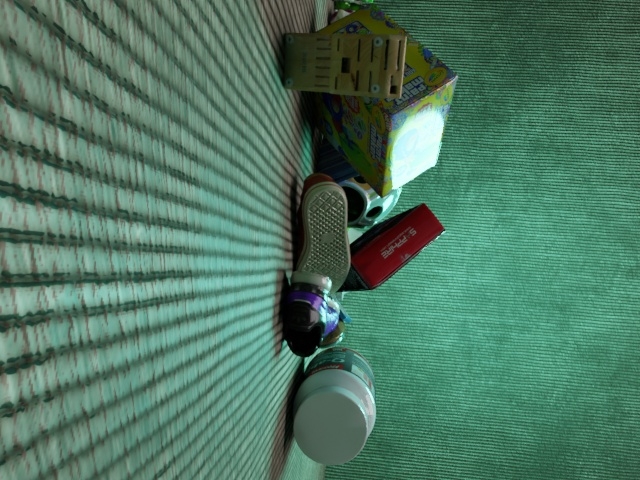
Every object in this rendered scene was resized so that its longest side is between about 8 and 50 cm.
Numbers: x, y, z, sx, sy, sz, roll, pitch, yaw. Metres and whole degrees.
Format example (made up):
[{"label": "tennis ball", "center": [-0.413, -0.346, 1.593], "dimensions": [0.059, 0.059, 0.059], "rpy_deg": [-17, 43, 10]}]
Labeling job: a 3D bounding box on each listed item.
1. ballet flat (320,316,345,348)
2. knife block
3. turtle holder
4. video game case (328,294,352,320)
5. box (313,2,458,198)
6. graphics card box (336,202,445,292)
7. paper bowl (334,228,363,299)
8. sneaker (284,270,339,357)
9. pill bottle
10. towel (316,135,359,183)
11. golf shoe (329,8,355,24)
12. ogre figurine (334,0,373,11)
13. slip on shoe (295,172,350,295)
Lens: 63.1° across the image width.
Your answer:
[{"label": "ballet flat", "center": [0.008, 0.208, 1.485], "dimensions": [0.342, 0.116, 0.124], "rpy_deg": [-36, 110, -84]}, {"label": "knife block", "center": [0.062, -0.297, 0.884], "dimensions": [0.242, 0.275, 0.088], "rpy_deg": [-23, 121, -51]}, {"label": "turtle holder", "center": [0.088, -0.140, 1.546], "dimensions": [0.243, 0.320, 0.227], "rpy_deg": [50, 37, -13]}, {"label": "video game case", "center": [0.027, 0.153, 1.436], "dimensions": [0.166, 0.015, 0.119], "rpy_deg": [55, 1, 16]}, {"label": "box", "center": [0.129, -0.306, 1.172], "dimensions": [0.279, 0.177, 0.290], "rpy_deg": [51, -16, 25]}, {"label": "graphics card box", "center": [0.139, 0.031, 1.345], "dimensions": [0.094, 0.233, 0.371], "rpy_deg": [52, -13, -1]}, {"label": "paper bowl", "center": [0.073, 0.067, 1.799], "dimensions": [0.284, 0.148, 0.284], "rpy_deg": [6, 90, -86]}, {"label": "sneaker", "center": [-0.027, 0.177, 1.094], "dimensions": [0.293, 0.102, 0.146], "rpy_deg": [72, 27, -65]}, {"label": "pill bottle", "center": [0.040, 0.418, 1.356], "dimensions": [0.363, 0.210, 0.210], "rpy_deg": [-23, 117, -85]}, {"label": "towel", "center": [0.108, -0.294, 1.447], "dimensions": [0.040, 0.243, 0.336], "rpy_deg": [49, 36, -38]}, {"label": "golf shoe", "center": [0.102, -0.632, 1.546], "dimensions": [0.115, 0.140, 0.306], "rpy_deg": [-47, -169, 20]}, {"label": "ogre figurine", "center": [0.098, -0.738, 1.527], "dimensions": [0.197, 0.118, 0.097], "rpy_deg": [62, 28, -83]}, {"label": "slip on shoe", "center": [0.000, 0.000, 1.128], "dimensions": [0.101, 0.123, 0.331], "rpy_deg": [-108, -165, -49]}]
